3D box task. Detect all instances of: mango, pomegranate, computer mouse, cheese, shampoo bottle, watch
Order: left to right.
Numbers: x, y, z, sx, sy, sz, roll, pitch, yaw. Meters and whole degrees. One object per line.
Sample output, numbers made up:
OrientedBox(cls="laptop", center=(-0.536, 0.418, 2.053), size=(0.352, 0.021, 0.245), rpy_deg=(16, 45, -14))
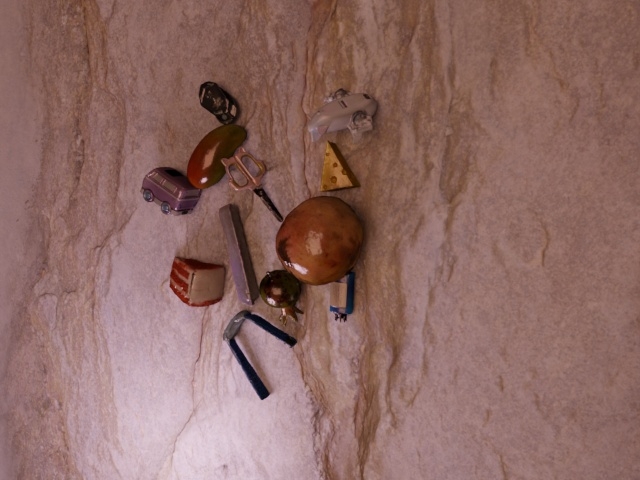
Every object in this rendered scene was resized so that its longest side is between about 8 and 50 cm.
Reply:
OrientedBox(cls="mango", center=(-0.404, -0.325, 1.965), size=(0.146, 0.129, 0.289), rpy_deg=(34, 97, 17))
OrientedBox(cls="computer mouse", center=(-0.387, -0.525, 1.973), size=(0.192, 0.062, 0.106), rpy_deg=(47, 108, 6))
OrientedBox(cls="watch", center=(-0.261, 0.431, 2.009), size=(0.274, 0.068, 0.276), rpy_deg=(31, 105, 12))
OrientedBox(cls="pomegranate", center=(-0.144, 0.209, 1.893), size=(0.156, 0.156, 0.220), rpy_deg=(-4, 97, 22))
OrientedBox(cls="pomegranate", center=(0.000, 0.000, 1.725), size=(0.322, 0.322, 0.322), rpy_deg=(2, 95, 22))
OrientedBox(cls="cheese", center=(0.055, -0.260, 1.800), size=(0.126, 0.093, 0.171), rpy_deg=(-9, 90, 23))
OrientedBox(cls="shampoo bottle", center=(0.076, 0.200, 1.853), size=(0.087, 0.050, 0.183), rpy_deg=(4, 96, 18))

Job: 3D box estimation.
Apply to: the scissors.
OrientedBox(cls="scissors", center=(-0.236, -0.199, 1.928), size=(0.160, 0.024, 0.317), rpy_deg=(-39, 94, -19))

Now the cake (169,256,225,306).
OrientedBox(cls="cake", center=(-0.491, 0.154, 2.079), size=(0.262, 0.159, 0.158), rpy_deg=(23, 106, 54))

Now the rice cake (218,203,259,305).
OrientedBox(cls="rice cake", center=(-0.314, 0.056, 1.991), size=(0.070, 0.064, 0.399), rpy_deg=(-14, 89, 32))

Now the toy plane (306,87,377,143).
OrientedBox(cls="toy plane", center=(0.073, -0.418, 1.742), size=(0.252, 0.118, 0.252), rpy_deg=(-5, 53, 7))

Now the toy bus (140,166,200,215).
OrientedBox(cls="toy bus", center=(-0.591, -0.199, 2.042), size=(0.202, 0.142, 0.142), rpy_deg=(33, 111, 15))
